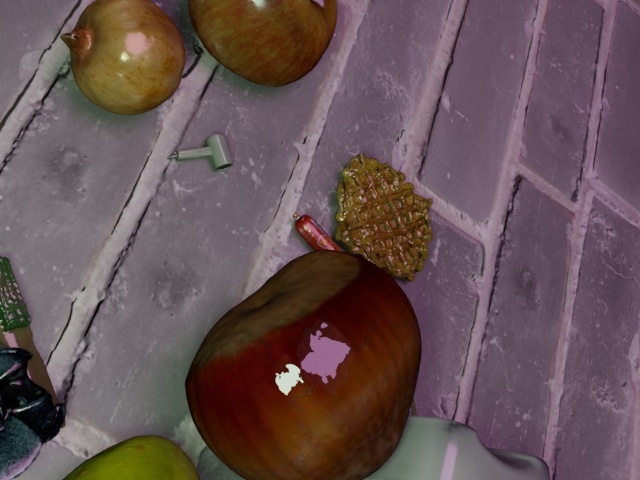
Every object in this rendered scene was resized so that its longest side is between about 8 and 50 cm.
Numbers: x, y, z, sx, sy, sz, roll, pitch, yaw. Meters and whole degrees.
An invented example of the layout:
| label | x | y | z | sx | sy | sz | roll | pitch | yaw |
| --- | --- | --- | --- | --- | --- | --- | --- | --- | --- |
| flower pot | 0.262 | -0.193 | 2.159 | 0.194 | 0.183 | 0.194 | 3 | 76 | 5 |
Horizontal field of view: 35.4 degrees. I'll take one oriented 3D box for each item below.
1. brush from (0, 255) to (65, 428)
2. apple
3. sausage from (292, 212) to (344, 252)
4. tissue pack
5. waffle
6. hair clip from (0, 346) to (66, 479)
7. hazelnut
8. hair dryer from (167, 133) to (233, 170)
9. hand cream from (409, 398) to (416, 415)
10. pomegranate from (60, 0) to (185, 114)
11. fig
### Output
| label | x | y | z | sx | sy | sz | roll | pitch | yaw |
| --- | --- | --- | --- | --- | --- | --- | --- | --- | --- |
| brush | -0.446 | 0.151 | 1.494 | 0.054 | 0.048 | 0.282 | -15 | 80 | -41 |
| apple | -0.096 | -0.452 | 1.932 | 0.309 | 0.250 | 0.278 | 1 | 67 | -40 |
| sausage | 0.000 | 0.000 | 1.911 | 0.050 | 0.048 | 0.145 | -43 | 96 | -4 |
| tissue pack | 0.227 | 0.449 | 1.706 | 0.333 | 0.229 | 0.236 | 29 | 68 | -35 |
| waffle | 0.129 | -0.046 | 2.031 | 0.245 | 0.052 | 0.254 | 28 | 55 | -26 |
| hair clip | -0.472 | 0.250 | 1.309 | 0.310 | 0.206 | 0.194 | -32 | 85 | -41 |
| hazelnut | -0.020 | 0.213 | 1.595 | 0.409 | 0.359 | 0.359 | -32 | 89 | -43 |
| hair dryer | -0.222 | -0.155 | 1.830 | 0.124 | 0.038 | 0.063 | -12 | 76 | -35 |
| hand cream | 0.154 | 0.391 | 1.833 | 0.086 | 0.055 | 0.235 | 2 | 76 | -35 |
| pomegranate | -0.334 | -0.318 | 1.726 | 0.207 | 0.207 | 0.207 | 17 | 58 | -30 |
| fig | -0.267 | 0.411 | 1.369 | 0.258 | 0.258 | 0.326 | 39 | 31 | -16 |
